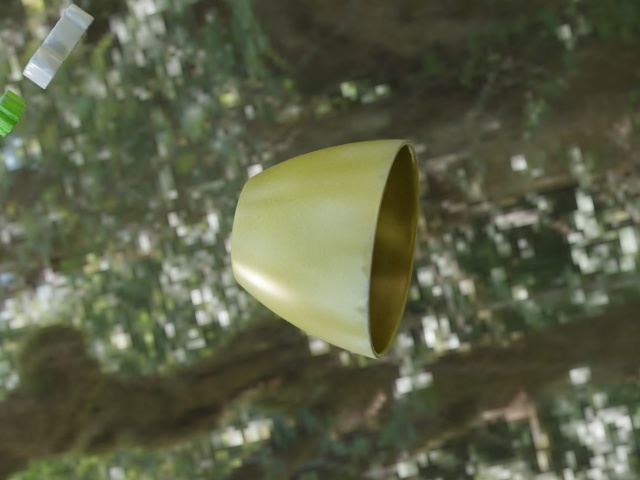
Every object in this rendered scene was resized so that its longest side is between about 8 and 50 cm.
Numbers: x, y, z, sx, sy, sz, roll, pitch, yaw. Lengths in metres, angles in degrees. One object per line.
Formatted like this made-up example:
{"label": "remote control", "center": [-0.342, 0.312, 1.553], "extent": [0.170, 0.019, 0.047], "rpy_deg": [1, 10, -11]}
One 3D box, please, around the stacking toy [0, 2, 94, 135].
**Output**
{"label": "stacking toy", "center": [-0.241, -0.148, 1.130], "extent": [0.167, 0.052, 0.221], "rpy_deg": [36, 162, -10]}

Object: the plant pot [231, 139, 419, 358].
{"label": "plant pot", "center": [0.000, 0.000, 1.093], "extent": [0.134, 0.095, 0.134], "rpy_deg": [7, -90, -77]}
